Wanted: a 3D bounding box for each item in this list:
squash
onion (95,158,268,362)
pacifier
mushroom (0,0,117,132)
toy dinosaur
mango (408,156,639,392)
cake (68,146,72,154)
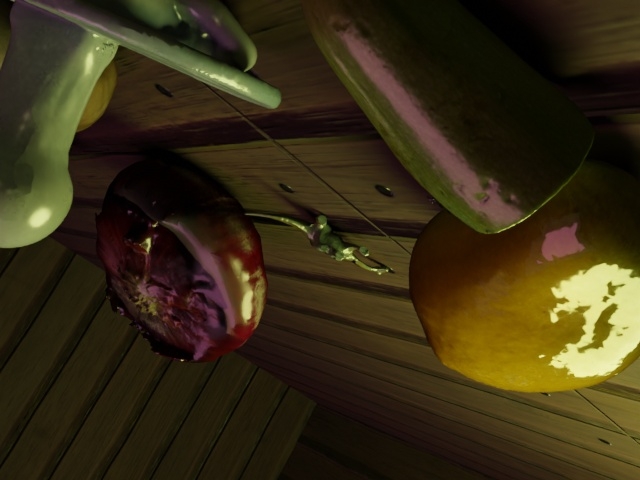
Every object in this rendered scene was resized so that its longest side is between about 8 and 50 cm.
[{"bbox_3d":[0.045,-0.100,0.411,0.200,0.090,0.075,46,-166,-11],"label":"squash"},{"bbox_3d":[-0.160,0.012,1.024,0.272,0.195,0.272,21,127,30],"label":"onion"},{"bbox_3d":[-0.171,-0.103,0.516,0.287,0.226,0.238,27,-176,13],"label":"pacifier"},{"bbox_3d":[-0.347,-0.204,0.703,0.350,0.128,0.128,27,166,-11],"label":"mushroom"},{"bbox_3d":[0.007,0.000,0.881,0.180,0.037,0.058,33,160,-19],"label":"toy dinosaur"},{"bbox_3d":[0.153,0.032,0.581,0.176,0.119,0.317,30,157,6],"label":"mango"},{"bbox_3d":[-0.415,-0.176,1.079,0.112,0.135,0.246,15,135,6],"label":"cake"}]
